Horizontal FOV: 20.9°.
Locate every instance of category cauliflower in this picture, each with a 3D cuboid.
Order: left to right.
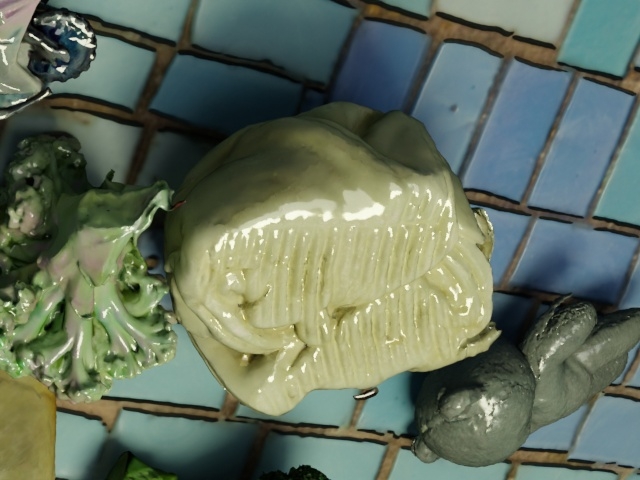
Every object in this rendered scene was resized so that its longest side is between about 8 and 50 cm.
[{"bbox_3d":[-0.234,0.011,1.668,0.239,0.256,0.315,12,152,-28],"label":"cauliflower"}]

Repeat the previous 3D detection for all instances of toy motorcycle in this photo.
[{"bbox_3d":[-0.347,-0.196,1.597,0.239,0.108,0.204,-32,137,-8],"label":"toy motorcycle"}]

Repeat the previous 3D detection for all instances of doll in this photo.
[{"bbox_3d":[0.243,0.157,2.108,0.340,0.158,0.246,-31,157,-30],"label":"doll"}]

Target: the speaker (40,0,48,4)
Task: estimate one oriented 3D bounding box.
[{"bbox_3d":[-0.235,-0.336,1.637,0.082,0.044,0.218,29,98,-36],"label":"speaker"}]

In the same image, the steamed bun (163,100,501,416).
[{"bbox_3d":[0.000,0.000,1.820,0.394,0.237,0.346,24,118,-35],"label":"steamed bun"}]

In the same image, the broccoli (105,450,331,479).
[{"bbox_3d":[-0.112,0.358,1.919,0.297,0.297,0.298,29,98,-11],"label":"broccoli"}]

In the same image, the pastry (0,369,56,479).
[{"bbox_3d":[-0.374,0.215,1.756,0.236,0.170,0.256,-5,114,-27],"label":"pastry"}]
